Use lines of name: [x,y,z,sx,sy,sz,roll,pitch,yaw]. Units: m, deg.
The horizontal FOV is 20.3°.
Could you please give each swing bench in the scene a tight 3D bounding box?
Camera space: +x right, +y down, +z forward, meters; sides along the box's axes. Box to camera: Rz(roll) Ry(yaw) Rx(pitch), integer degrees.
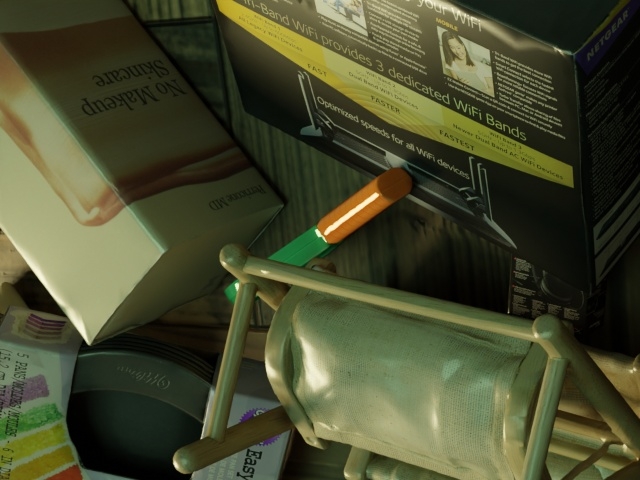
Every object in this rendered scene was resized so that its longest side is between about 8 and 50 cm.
swing bench: [0.084,0.116,1.208,0.253,0.255,0.165,13,90,32]

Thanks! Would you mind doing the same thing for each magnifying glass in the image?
magnifying glass: [0.000,0.000,1.287,0.026,0.092,0.231,56,147,4]

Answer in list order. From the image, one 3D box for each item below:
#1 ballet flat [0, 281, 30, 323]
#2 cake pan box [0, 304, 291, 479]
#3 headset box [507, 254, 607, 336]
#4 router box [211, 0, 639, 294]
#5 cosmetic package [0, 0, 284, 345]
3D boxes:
ballet flat: [-0.357,0.074,1.516,0.483,0.182,0.164,29,123,-18]
cake pan box: [-0.156,0.192,1.437,0.246,0.070,0.267,13,116,-3]
headset box: [0.166,0.018,1.236,0.062,0.032,0.083,13,111,32]
router box: [0.064,-0.123,1.157,0.309,0.081,0.243,29,155,27]
cosmetic package: [-0.189,-0.085,1.394,0.296,0.153,0.129,51,128,12]
